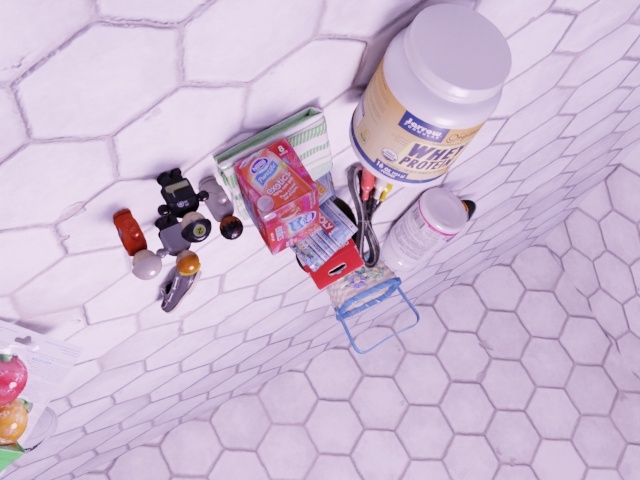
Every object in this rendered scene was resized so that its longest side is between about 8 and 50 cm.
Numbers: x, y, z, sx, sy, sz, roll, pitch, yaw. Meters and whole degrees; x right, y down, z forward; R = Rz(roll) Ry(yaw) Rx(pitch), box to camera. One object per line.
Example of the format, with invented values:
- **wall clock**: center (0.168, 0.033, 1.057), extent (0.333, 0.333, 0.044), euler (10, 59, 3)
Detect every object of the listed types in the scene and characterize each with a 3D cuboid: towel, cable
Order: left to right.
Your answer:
- **towel**: center (-0.087, -0.156, 1.735), extent (0.247, 0.038, 0.325), euler (-30, 163, -5)
- **cable**: center (0.121, -0.071, 2.027), extent (0.139, 0.287, 0.072), euler (4, -178, -45)

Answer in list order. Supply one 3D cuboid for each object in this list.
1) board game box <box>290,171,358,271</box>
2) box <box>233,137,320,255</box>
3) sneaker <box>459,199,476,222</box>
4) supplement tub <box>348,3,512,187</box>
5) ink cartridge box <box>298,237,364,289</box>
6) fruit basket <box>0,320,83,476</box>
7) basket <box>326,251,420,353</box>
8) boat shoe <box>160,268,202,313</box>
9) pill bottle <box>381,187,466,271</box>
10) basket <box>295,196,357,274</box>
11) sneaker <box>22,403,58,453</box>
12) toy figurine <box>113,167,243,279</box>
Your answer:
- **board game box**: center (-0.015, -0.064, 1.934), extent (0.194, 0.194, 0.060), euler (-45, 164, 0)
- **box**: center (-0.083, -0.082, 1.666), extent (0.122, 0.128, 0.257), euler (-29, 164, -8)
- **sneaker**: center (0.437, -0.095, 2.727), extent (0.214, 0.084, 0.083), euler (-19, 155, -31)
- **supplement tub**: center (0.203, -0.268, 1.569), extent (0.228, 0.228, 0.316), euler (-22, 161, -26)
- **ink cartridge box**: center (0.000, 0.000, 1.993), extent (0.134, 0.231, 0.078), euler (-30, 163, 0)
- **fruit basket**: center (-0.721, 0.339, 1.784), extent (0.353, 0.165, 0.327), euler (-62, 148, -5)
- **basket**: center (0.159, 0.205, 2.755), extent (0.254, 0.289, 0.201), euler (-27, 168, -22)
- **boat shoe**: center (-0.362, 0.117, 2.058), extent (0.065, 0.075, 0.206), euler (27, 142, -18)
- **pill bottle**: center (0.316, -0.026, 2.581), extent (0.160, 0.160, 0.283), euler (-18, 160, -36)
- **basket**: center (0.005, 0.012, 2.164), extent (0.154, 0.205, 0.227), euler (8, 165, -4)
- **sneaker**: center (-0.792, 0.468, 2.153), extent (0.210, 0.137, 0.365), euler (-32, 161, 25)
- **toy figurine**: center (-0.270, -0.022, 1.617), extent (0.213, 0.148, 0.209), euler (-37, 162, 19)
